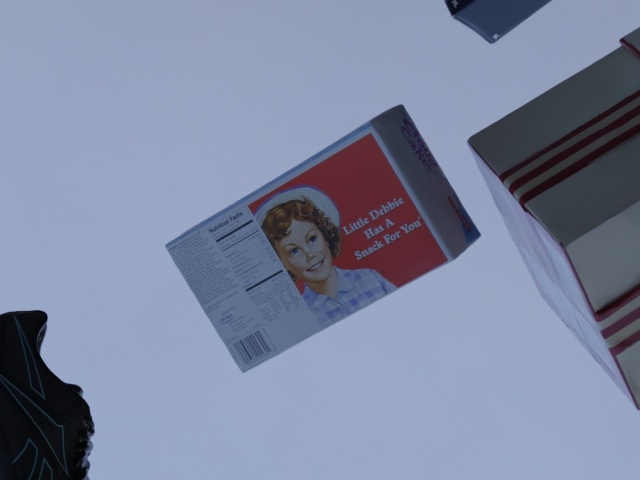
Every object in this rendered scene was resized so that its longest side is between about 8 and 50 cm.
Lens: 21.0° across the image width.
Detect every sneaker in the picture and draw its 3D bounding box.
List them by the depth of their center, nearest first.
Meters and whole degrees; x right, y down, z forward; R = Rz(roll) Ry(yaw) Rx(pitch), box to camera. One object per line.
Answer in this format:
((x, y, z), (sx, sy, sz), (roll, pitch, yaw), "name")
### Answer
((-0.226, 0.179, 1.426), (0.106, 0.101, 0.267), (-24, -98, -17), "sneaker")

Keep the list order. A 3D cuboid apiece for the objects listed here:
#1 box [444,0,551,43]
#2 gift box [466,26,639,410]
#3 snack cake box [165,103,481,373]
((0.245, -0.384, 2.008), (0.103, 0.261, 0.184), (22, -141, -53), "box")
((0.330, -0.018, 1.587), (0.255, 0.258, 0.276), (60, 177, -40), "gift box")
((0.000, 0.000, 1.666), (0.152, 0.264, 0.089), (60, -152, -3), "snack cake box")
